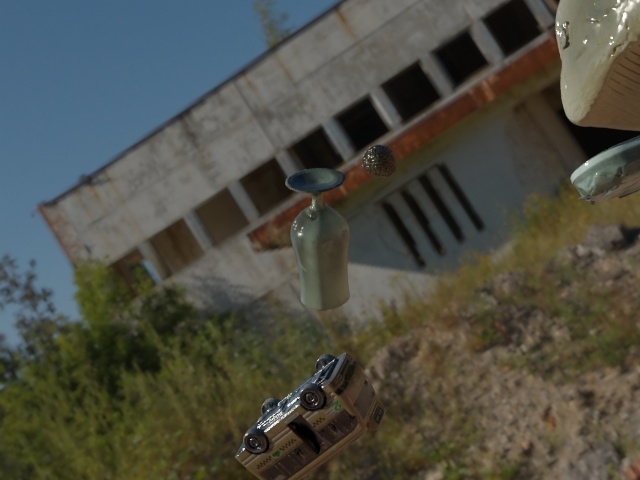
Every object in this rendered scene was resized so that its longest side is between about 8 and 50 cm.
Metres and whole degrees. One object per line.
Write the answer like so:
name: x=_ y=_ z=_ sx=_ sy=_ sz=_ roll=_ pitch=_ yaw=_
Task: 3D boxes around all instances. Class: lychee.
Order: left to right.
lychee: x=0.115 y=-0.152 z=2.008 sx=0.067 sy=0.068 sz=0.083 roll=-17 pitch=-24 yaw=-4

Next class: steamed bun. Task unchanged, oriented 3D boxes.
steamed bun: x=0.537 y=-0.382 z=1.722 sx=0.247 sy=0.236 sz=0.383 roll=-2 pitch=-42 yaw=-24

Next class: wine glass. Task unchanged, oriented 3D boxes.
wine glass: x=0.000 y=0.000 z=1.767 sx=0.103 sy=0.231 sz=0.103 roll=-4 pitch=27 yaw=2

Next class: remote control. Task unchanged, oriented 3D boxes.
remote control: x=0.413 y=-0.107 z=1.217 sx=0.247 sy=0.052 sz=0.104 roll=-22 pitch=-15 yaw=-6

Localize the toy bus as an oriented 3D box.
toy bus: x=-0.019 y=0.353 z=1.989 sx=0.289 sy=0.157 sz=0.139 roll=-42 pitch=7 yaw=25
